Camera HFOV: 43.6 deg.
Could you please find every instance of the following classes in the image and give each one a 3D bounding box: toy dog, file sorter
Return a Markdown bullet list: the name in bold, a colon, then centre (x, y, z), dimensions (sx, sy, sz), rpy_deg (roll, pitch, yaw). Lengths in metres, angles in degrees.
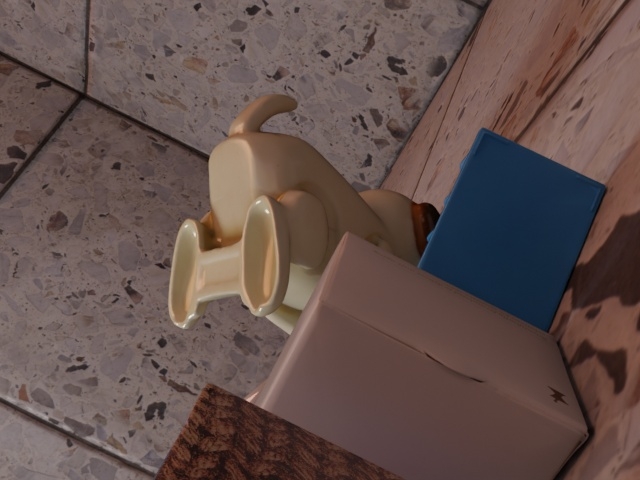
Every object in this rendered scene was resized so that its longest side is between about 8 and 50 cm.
- **toy dog**: centre (0.000, 0.000, 1.278), dimensions (0.284, 0.407, 0.396), rpy_deg (-25, 61, 44)
- **file sorter**: centre (0.152, 0.013, 0.714), dimensions (0.104, 0.118, 0.170), rpy_deg (107, -171, -77)

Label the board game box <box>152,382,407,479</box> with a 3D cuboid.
- **board game box**: centre (-0.033, 0.272, 0.438), dimensions (0.291, 0.232, 0.141), rpy_deg (-62, 2, 15)

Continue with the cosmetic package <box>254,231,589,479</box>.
- **cosmetic package**: centre (0.015, 0.205, 0.615), dimensions (0.366, 0.196, 0.155), rpy_deg (-61, 1, 19)

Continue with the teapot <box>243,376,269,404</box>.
- **teapot**: centre (-0.021, 0.267, 1.070), dimensions (0.252, 0.187, 0.256), rpy_deg (-42, -8, 8)
